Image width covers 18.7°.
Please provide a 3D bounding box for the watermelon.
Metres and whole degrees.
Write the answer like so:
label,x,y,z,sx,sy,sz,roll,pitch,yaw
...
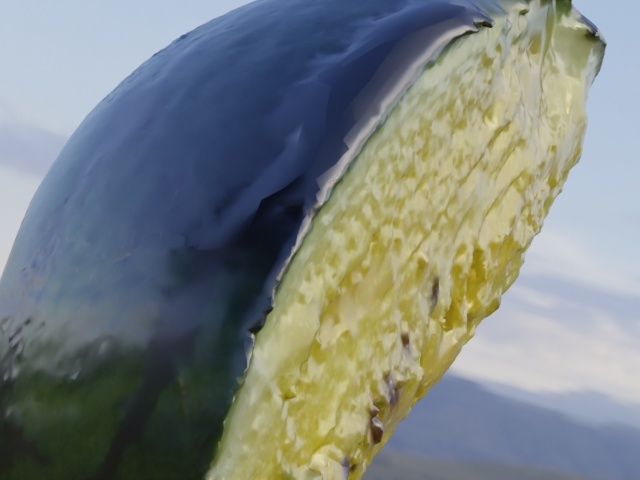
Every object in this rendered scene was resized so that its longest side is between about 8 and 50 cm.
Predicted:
label,x,y,z,sx,sy,sz,roll,pitch,yaw
watermelon,0.000,0.000,0.561,0.123,0.301,0.129,-4,-58,37
